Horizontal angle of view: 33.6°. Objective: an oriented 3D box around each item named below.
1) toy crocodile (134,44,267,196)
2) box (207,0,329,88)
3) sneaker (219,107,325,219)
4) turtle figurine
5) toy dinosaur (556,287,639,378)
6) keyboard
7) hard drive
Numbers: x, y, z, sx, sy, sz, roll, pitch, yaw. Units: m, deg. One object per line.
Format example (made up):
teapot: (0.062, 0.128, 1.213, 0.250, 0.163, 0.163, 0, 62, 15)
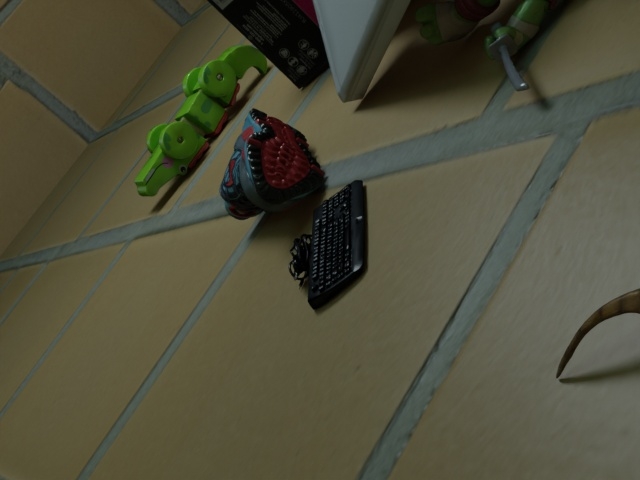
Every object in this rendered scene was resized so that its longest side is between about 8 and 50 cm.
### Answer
toy crocodile: (-0.218, -0.216, 1.887, 0.341, 0.105, 0.115, -60, 22, -16)
box: (-0.054, -0.388, 1.612, 0.163, 0.247, 0.142, -35, 22, 34)
sneaker: (-0.068, -0.070, 1.317, 0.125, 0.104, 0.262, -62, 11, 16)
turtle figurine: (0.149, -0.287, 1.070, 0.275, 0.198, 0.266, -52, 15, -19)
toy dinosaur: (0.200, 0.028, 0.568, 0.112, 0.064, 0.211, -55, 20, -12)
keyboard: (0.000, 0.000, 1.089, 0.100, 0.038, 0.192, -41, 20, 21)
hard drive: (0.039, -0.311, 1.237, 0.040, 0.203, 0.307, -12, -11, -10)
